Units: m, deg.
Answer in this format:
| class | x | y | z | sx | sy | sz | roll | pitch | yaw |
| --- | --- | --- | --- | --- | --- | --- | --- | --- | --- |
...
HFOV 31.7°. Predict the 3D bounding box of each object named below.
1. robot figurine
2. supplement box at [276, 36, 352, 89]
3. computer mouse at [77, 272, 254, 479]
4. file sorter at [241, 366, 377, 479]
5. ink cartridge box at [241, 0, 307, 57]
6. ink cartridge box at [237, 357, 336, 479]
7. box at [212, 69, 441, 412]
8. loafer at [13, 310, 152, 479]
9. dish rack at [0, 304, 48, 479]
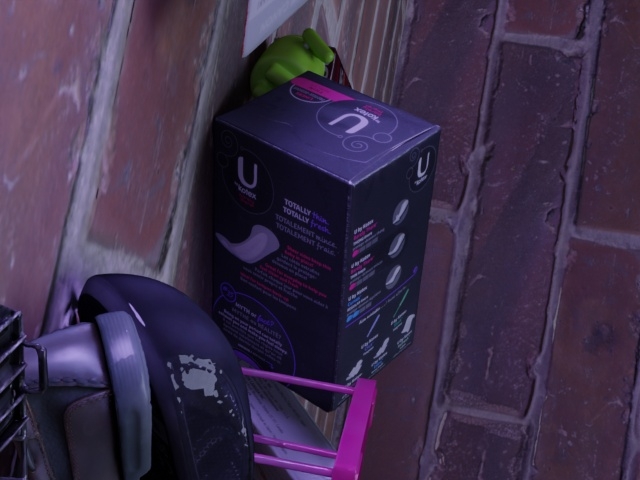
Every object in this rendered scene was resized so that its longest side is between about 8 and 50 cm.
| class | x | y | z | sx | sy | sz | roll | pitch | yaw |
| --- | --- | --- | --- | --- | --- | --- | --- | --- | --- |
| robot figurine | -0.033 | -0.171 | 1.159 | 0.101 | 0.067 | 0.115 | -52 | -172 | 30 |
| supplement box | -0.013 | -0.146 | 1.345 | 0.239 | 0.073 | 0.130 | 31 | 69 | -82 |
| computer mouse | -0.091 | 0.124 | 0.758 | 0.072 | 0.188 | 0.272 | -28 | 132 | -25 |
| file sorter | -0.067 | 0.276 | 0.998 | 0.202 | 0.182 | 0.290 | -59 | 158 | -75 |
| ink cartridge box | -0.002 | -0.363 | 0.752 | 0.308 | 0.091 | 0.385 | -51 | 158 | -39 |
| ink cartridge box | -0.012 | 0.281 | 1.251 | 0.060 | 0.275 | 0.239 | -31 | 153 | -16 |
| box | 0.000 | 0.000 | 1.091 | 0.143 | 0.165 | 0.270 | -34 | 141 | -41 |
| loafer | -0.150 | 0.150 | 0.675 | 0.096 | 0.084 | 0.267 | -119 | -151 | -45 |
| dish rack | -0.175 | 0.164 | 0.444 | 0.208 | 0.074 | 0.271 | -67 | 163 | -69 |
